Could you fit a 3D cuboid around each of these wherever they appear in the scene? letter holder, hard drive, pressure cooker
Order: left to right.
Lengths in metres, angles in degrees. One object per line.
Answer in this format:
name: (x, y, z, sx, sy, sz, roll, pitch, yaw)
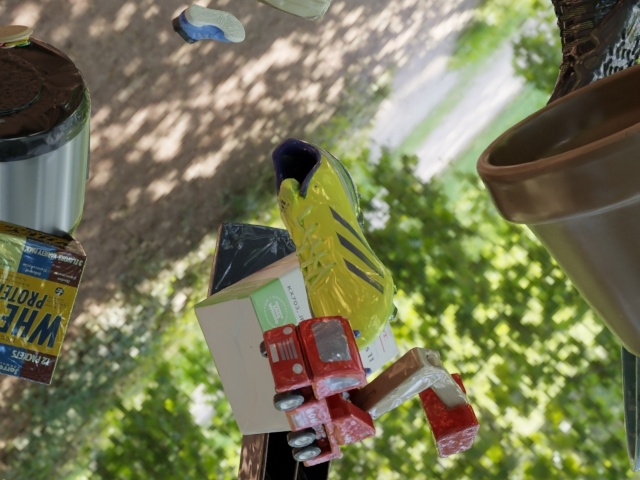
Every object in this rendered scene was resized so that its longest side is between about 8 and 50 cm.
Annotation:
pressure cooker: (-0.628, -0.141, 2.072, 0.370, 0.375, 0.420, -97, -163, -46)
hard drive: (-0.082, 0.064, 2.002, 0.054, 0.254, 0.172, 1, -99, 63)
letter holder: (-0.054, 0.383, 1.958, 0.214, 0.152, 0.302, -123, -141, -73)

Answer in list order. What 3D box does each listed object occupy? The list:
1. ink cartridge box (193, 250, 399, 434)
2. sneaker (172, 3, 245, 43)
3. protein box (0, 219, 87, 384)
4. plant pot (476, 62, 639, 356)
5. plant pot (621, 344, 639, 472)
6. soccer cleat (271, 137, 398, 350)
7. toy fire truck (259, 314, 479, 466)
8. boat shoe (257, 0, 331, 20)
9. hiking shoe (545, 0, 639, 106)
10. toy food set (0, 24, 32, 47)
ink cartridge box: (-0.008, 0.123, 1.648, 0.119, 0.207, 0.353, -15, -172, 37)
sneaker: (-0.233, -0.433, 2.253, 0.152, 0.058, 0.084, 9, 159, -44)
protein box: (-0.450, 0.089, 1.661, 0.201, 0.136, 0.200, -158, -96, -73)
plant pot: (0.306, -0.025, 1.003, 0.263, 0.229, 0.263, -26, -167, 6)
plant pot: (0.583, 0.142, 1.477, 0.341, 0.334, 0.341, -2, 90, -77)
soccer cleat: (-0.001, 0.000, 1.094, 0.093, 0.121, 0.289, -37, -147, 17)
toy fire truck: (0.039, 0.105, 0.760, 0.135, 0.047, 0.192, -16, 146, -2)
boat shoe: (-0.111, -0.338, 1.159, 0.341, 0.122, 0.110, 9, 129, -40)
hiking shoe: (0.295, -0.233, 1.203, 0.086, 0.114, 0.227, 17, 102, -51)
toy food set: (-0.503, -0.325, 1.759, 0.083, 0.020, 0.082, -8, -154, -6)
